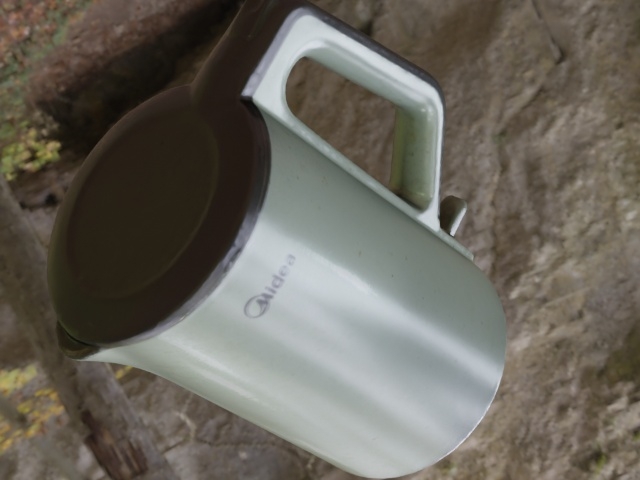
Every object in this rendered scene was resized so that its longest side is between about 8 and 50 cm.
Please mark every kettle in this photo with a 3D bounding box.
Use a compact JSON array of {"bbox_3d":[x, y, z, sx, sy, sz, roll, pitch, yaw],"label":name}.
[{"bbox_3d":[0.000,0.000,0.824,0.250,0.377,0.361,30,-93,44],"label":"kettle"}]
